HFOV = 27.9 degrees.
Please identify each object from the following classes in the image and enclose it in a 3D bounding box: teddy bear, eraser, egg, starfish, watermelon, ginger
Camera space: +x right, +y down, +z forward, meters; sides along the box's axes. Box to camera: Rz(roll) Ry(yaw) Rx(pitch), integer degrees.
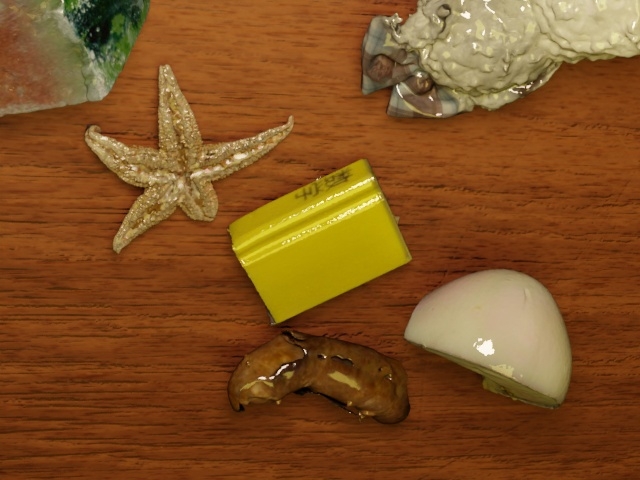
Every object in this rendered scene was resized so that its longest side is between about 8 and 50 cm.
[{"bbox_3d":[0.259,-0.337,1.585,0.327,0.362,0.375,38,62,-48],"label":"teddy bear"},{"bbox_3d":[0.000,0.000,1.755,0.226,0.069,0.158,-25,123,2],"label":"eraser"},{"bbox_3d":[0.270,0.129,1.841,0.271,0.206,0.162,29,79,-37],"label":"egg"},{"bbox_3d":[-0.179,-0.111,1.655,0.295,0.048,0.231,-31,123,5],"label":"starfish"},{"bbox_3d":[-0.348,-0.272,1.448,0.302,0.151,0.264,-30,124,5],"label":"watermelon"},{"bbox_3d":[0.014,0.202,1.866,0.309,0.107,0.133,10,105,-24],"label":"ginger"}]
